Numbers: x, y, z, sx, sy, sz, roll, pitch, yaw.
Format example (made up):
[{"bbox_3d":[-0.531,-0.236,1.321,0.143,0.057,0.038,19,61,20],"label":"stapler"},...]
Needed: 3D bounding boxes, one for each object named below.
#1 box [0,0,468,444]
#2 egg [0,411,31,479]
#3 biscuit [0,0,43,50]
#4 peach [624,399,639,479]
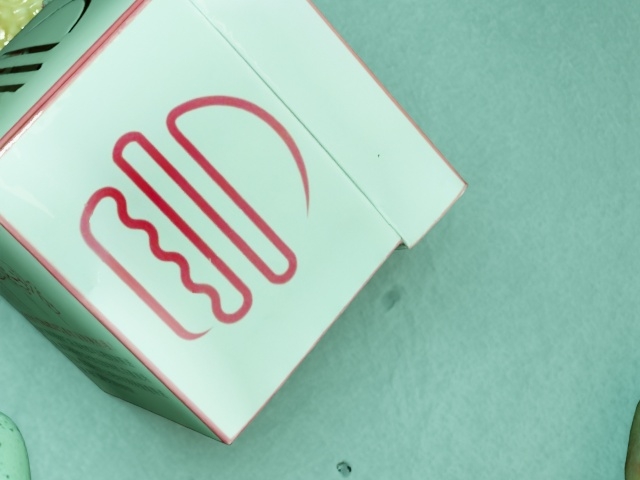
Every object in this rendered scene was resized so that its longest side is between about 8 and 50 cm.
[{"bbox_3d":[-0.132,-0.053,1.290,0.312,0.314,0.300,47,73,-22],"label":"box"},{"bbox_3d":[-0.310,0.217,1.315,0.131,0.131,0.164,20,61,-18],"label":"egg"},{"bbox_3d":[-0.274,-0.209,1.423,0.160,0.030,0.249,-27,95,-21],"label":"biscuit"},{"bbox_3d":[0.433,0.231,1.532,0.292,0.247,0.292,6,82,-43],"label":"peach"}]
